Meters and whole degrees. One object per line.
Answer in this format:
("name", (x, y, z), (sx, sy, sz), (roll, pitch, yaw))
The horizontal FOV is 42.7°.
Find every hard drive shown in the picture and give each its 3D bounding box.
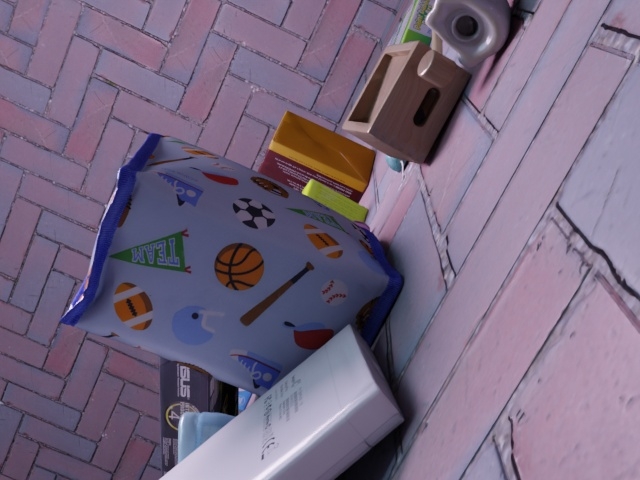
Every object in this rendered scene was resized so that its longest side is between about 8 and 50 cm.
("hard drive", (-0.087, 0.225, 0.743), (0.353, 0.047, 0.233), (-39, 7, 2))

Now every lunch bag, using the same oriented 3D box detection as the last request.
("lunch bag", (-0.110, 0.020, 1.024), (0.239, 0.327, 0.385), (-62, 13, 14))

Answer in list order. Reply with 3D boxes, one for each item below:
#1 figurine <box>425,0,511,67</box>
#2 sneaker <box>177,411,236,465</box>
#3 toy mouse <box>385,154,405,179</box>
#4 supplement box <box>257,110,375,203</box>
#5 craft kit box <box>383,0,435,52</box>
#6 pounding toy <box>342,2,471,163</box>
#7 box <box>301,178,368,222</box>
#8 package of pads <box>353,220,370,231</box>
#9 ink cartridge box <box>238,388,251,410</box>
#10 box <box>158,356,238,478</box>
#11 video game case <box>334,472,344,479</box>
("figurine", (0.213, -0.327, 0.906), (0.209, 0.092, 0.215), (-60, 0, -44))
("sneaker", (-0.172, 0.352, 0.951), (0.135, 0.150, 0.366), (-90, 24, -79))
("toy mouse", (0.124, -0.147, 1.162), (0.161, 0.031, 0.143), (126, 168, -62))
("supplement box", (-0.027, -0.105, 1.562), (0.129, 0.191, 0.194), (-73, 9, -54))
("craft kit box", (0.160, -0.365, 1.637), (0.247, 0.060, 0.250), (119, 173, -58))
("pounding toy", (0.133, -0.191, 1.009), (0.181, 0.094, 0.206), (-61, 17, 2))
("box", (0.000, 0.000, 1.288), (0.042, 0.109, 0.178), (-48, 17, 53))
("package of pads", (0.044, 0.015, 1.211), (0.083, 0.031, 0.050), (119, 168, -45))
("ink cartridge box", (-0.231, 0.293, 1.820), (0.060, 0.180, 0.104), (-113, 47, -82))
("box", (-0.217, 0.288, 1.504), (0.318, 0.097, 0.395), (-75, -11, -67))
("video game case", (-0.040, 0.293, 0.865), (0.274, 0.026, 0.196), (150, 144, -79))
